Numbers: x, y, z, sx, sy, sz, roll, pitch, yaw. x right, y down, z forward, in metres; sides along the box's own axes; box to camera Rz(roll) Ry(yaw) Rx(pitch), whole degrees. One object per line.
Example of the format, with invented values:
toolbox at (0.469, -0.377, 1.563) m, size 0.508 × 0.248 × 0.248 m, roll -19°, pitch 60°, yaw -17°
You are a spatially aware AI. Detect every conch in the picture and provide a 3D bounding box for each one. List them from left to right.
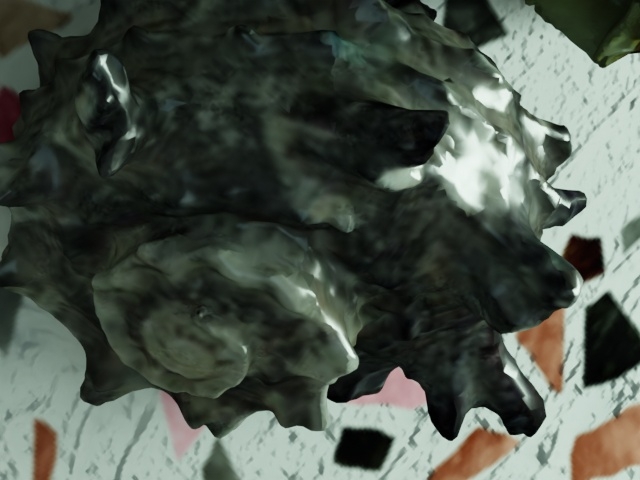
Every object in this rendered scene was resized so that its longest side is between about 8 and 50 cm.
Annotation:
conch at (-0.010, 0.000, 0.840) m, size 0.313 × 0.186 × 0.240 m, roll 17°, pitch 126°, yaw -45°

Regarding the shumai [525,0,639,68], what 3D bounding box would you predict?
shumai at (0.158, -0.174, 0.847) m, size 0.256 × 0.189 × 0.218 m, roll -25°, pitch 113°, yaw -10°
